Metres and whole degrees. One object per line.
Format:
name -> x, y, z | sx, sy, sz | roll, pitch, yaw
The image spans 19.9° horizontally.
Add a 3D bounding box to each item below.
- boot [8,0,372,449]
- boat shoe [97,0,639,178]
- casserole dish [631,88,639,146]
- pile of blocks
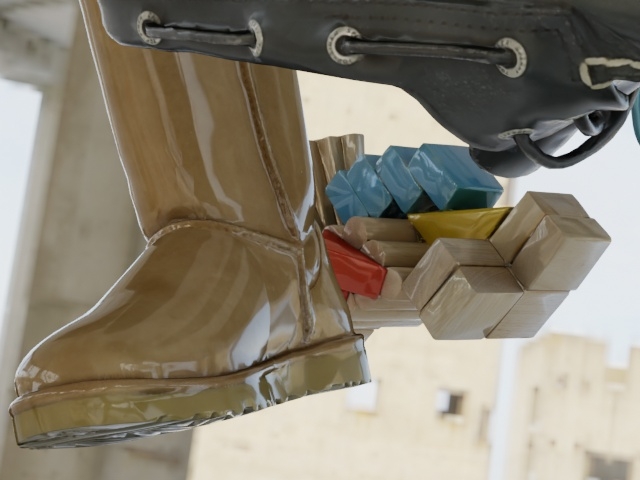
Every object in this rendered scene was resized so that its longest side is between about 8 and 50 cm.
boot -> -0.076, -0.054, 0.781 | 0.089, 0.269, 0.236 | -14, -4, 24
boat shoe -> 0.056, -0.078, 0.599 | 0.340, 0.113, 0.127 | 13, 30, 21
casserole dish -> 0.245, -0.087, 0.951 | 0.188, 0.114, 0.037 | -20, 21, -27
pile of blocks -> 0.000, 0.000, 1.120 | 0.113, 0.149, 0.362 | 2, -9, -43
